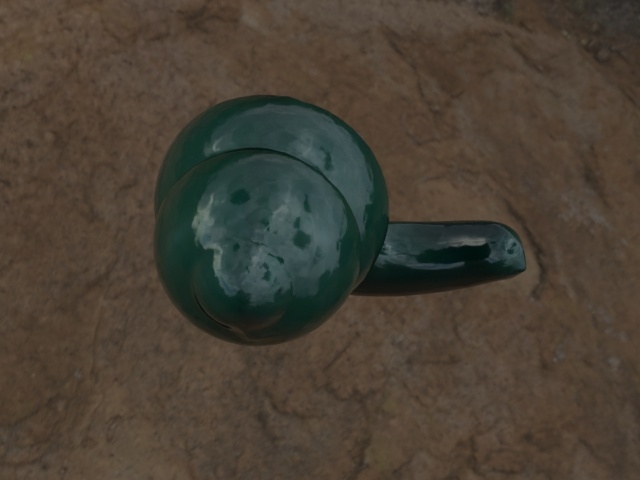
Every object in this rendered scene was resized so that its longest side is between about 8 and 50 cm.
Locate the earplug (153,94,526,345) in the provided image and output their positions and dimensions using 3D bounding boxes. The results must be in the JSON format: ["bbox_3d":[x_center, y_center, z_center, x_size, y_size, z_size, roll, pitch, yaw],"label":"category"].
[{"bbox_3d":[0.000,0.008,0.679,0.257,0.164,0.280,43,24,-3],"label":"earplug"}]
